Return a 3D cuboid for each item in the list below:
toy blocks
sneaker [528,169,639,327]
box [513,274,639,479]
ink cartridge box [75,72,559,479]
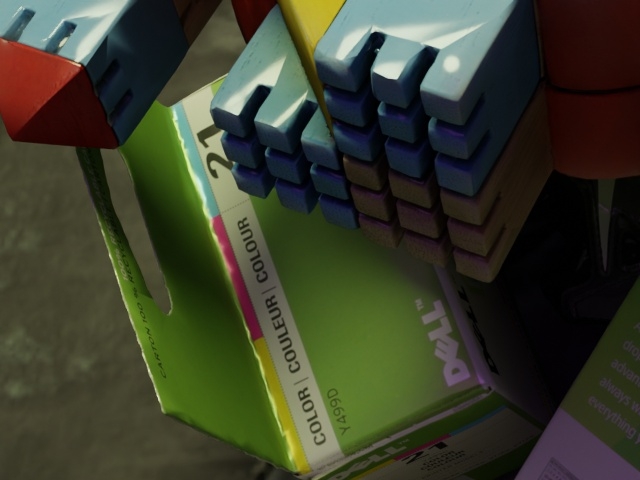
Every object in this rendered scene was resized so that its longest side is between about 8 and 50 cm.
[{"bbox_3d":[0.057,-0.111,0.578,0.381,0.191,0.261,20,62,22],"label":"toy blocks"},{"bbox_3d":[0.129,-0.081,0.797,0.135,0.097,0.276,-14,71,10],"label":"sneaker"},{"bbox_3d":[0.132,0.199,0.646,0.232,0.058,0.322,40,105,45],"label":"box"},{"bbox_3d":[0.000,0.000,0.722,0.097,0.255,0.189,-26,67,13],"label":"ink cartridge box"}]
